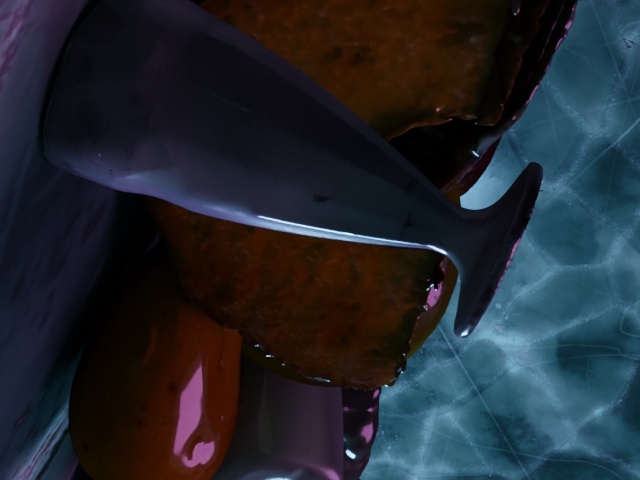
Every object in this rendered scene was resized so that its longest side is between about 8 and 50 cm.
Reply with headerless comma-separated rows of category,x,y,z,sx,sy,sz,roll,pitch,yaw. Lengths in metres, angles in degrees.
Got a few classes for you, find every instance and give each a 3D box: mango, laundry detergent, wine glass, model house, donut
mango,-0.086,0.059,0.541,0.105,0.084,0.159,60,35,-69
laundry detergent,-0.073,0.115,0.823,0.215,0.105,0.281,-50,-147,32
wine glass,-0.009,-0.026,0.339,0.073,0.155,0.073,-63,175,-10
model house,0.038,-0.118,0.540,0.165,0.152,0.106,-66,-167,2
donut,-0.003,-0.055,0.465,0.101,0.152,0.259,-88,-168,-50

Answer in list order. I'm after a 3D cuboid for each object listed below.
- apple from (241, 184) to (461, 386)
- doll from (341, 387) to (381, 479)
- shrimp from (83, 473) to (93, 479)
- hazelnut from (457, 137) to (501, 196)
apple,0.000,0.000,0.669,0.196,0.156,0.196,-163,-90,-74
doll,-0.079,0.270,1.111,0.382,0.252,0.379,105,7,-45
shrimp,-0.132,0.193,0.673,0.290,0.054,0.222,-60,-162,28
hazelnut,0.066,-0.129,0.865,0.208,0.208,0.208,24,90,-89
